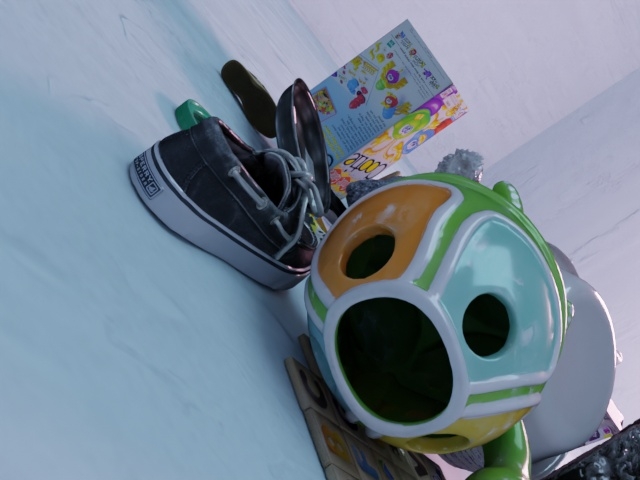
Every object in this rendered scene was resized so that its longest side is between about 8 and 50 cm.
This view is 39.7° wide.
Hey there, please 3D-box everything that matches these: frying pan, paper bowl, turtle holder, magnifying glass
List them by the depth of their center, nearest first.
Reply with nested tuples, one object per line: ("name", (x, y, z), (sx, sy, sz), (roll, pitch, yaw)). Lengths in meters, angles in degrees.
("turtle holder", (0.099, 0.105, 0.831), (0.227, 0.243, 0.321), (-34, 130, -64))
("magnifying glass", (-0.084, -0.062, 1.002), (0.231, 0.026, 0.092), (54, 11, -14))
("paper bowl", (0.243, 0.140, 1.048), (0.284, 0.148, 0.284), (-1, 91, -45))
("frying pan", (-0.006, -0.117, 1.331), (0.326, 0.053, 0.197), (47, 35, -70))

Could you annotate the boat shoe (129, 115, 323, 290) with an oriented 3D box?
("boat shoe", (-0.055, -0.039, 0.846), (0.306, 0.105, 0.113), (37, 22, -59))

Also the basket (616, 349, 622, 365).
("basket", (0.376, 0.141, 1.744), (0.328, 0.266, 0.331), (57, 10, 4))

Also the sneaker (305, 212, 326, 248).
("sneaker", (0.000, 0.000, 1.158), (0.083, 0.031, 0.035), (62, 12, 29))

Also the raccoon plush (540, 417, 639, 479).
("raccoon plush", (0.421, 0.365, 1.030), (0.299, 0.446, 0.216), (59, -15, 18))

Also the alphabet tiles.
("alphabet tiles", (0.080, 0.244, 0.862), (0.342, 0.011, 0.285), (44, 17, -47))

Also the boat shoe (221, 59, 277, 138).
("boat shoe", (-0.093, -0.208, 1.307), (0.135, 0.050, 0.045), (58, 17, 10))

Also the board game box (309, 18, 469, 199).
("board game box", (0.086, -0.211, 1.485), (0.144, 0.275, 0.142), (60, 12, 20))

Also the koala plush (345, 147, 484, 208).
("koala plush", (0.166, -0.042, 1.399), (0.203, 0.221, 0.196), (-95, 166, -70))

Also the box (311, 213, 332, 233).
("box", (0.022, 0.018, 1.212), (0.081, 0.028, 0.136), (44, 18, -45))

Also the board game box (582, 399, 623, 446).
("board game box", (0.305, 0.200, 1.426), (0.347, 0.208, 0.056), (53, 35, -10))

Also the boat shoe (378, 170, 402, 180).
("boat shoe", (0.122, -0.060, 1.687), (0.092, 0.102, 0.285), (59, 14, -10))
